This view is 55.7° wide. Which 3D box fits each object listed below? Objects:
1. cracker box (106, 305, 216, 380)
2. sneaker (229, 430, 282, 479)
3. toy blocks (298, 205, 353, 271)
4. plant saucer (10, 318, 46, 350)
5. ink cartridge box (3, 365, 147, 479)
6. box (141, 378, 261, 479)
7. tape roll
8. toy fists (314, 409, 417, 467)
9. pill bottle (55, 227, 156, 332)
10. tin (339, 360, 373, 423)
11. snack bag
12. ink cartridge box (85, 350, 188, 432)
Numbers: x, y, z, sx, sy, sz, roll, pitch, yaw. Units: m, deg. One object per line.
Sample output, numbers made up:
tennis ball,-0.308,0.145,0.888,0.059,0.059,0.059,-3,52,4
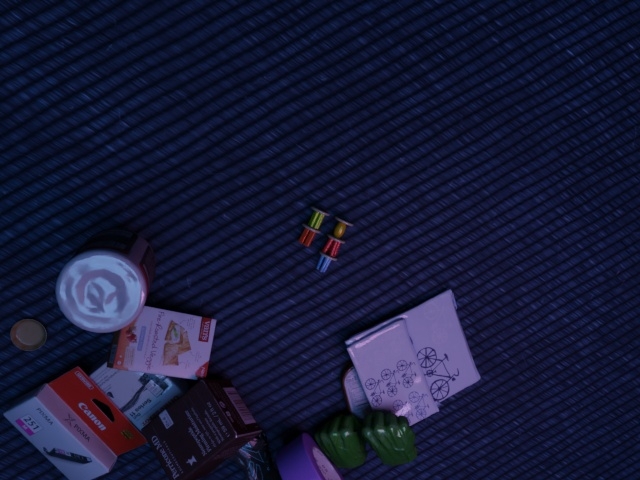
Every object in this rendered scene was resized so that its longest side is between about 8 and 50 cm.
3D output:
cracker box,-0.383,0.249,1.477,0.232,0.067,0.155,16,75,-31
sneaker,-0.175,0.580,1.635,0.106,0.101,0.267,-41,107,-1
toy blocks,0.000,0.000,1.552,0.123,0.054,0.148,23,99,-15
plant saucer,-0.719,0.231,1.497,0.084,0.015,0.083,-3,104,-10
ink cartridge box,-0.607,0.469,1.509,0.239,0.060,0.275,-29,108,23
box,-0.291,0.471,1.508,0.203,0.167,0.168,-40,71,4
tape roll,-0.003,0.647,1.589,0.090,0.275,0.274,-36,107,-1
toy fists,0.120,0.529,1.635,0.279,0.096,0.142,-13,123,27
pill bottle,-0.461,0.070,1.348,0.176,0.318,0.176,-2,103,-9
tin,0.115,0.422,1.683,0.106,0.040,0.189,-15,105,-2
snack bag,0.269,0.341,1.671,0.343,0.037,0.323,-25,107,-11
ink cartridge box,-0.459,0.359,1.537,0.153,0.087,0.208,-40,106,1
